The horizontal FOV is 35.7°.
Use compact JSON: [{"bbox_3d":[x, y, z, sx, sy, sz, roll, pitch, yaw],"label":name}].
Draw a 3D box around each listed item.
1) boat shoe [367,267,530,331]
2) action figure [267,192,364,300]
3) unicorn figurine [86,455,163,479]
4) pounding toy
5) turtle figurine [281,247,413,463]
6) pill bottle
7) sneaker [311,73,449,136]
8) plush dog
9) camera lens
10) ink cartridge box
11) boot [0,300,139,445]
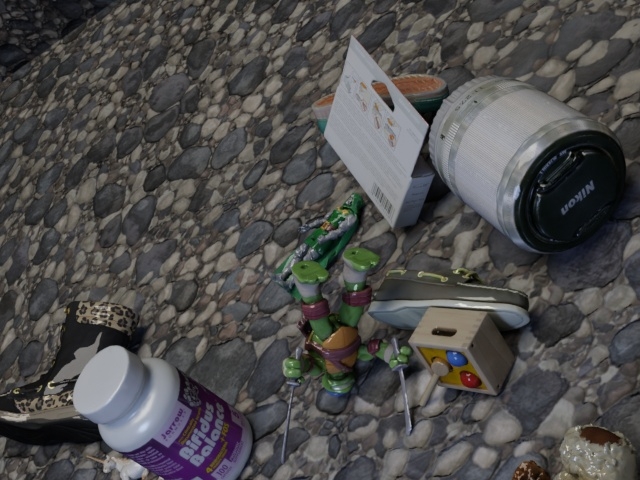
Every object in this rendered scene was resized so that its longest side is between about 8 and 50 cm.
[{"bbox_3d":[0.204,0.088,1.582,0.305,0.109,0.091,-4,60,47],"label":"boat shoe"},{"bbox_3d":[0.000,0.000,1.900,0.232,0.063,0.137,-48,34,-6],"label":"action figure"},{"bbox_3d":[-0.350,0.431,1.864,0.162,0.060,0.111,-24,40,4],"label":"unicorn figurine"},{"bbox_3d":[0.200,0.182,1.501,0.141,0.130,0.100,1,46,44],"label":"pounding toy"},{"bbox_3d":[0.044,0.167,1.557,0.198,0.266,0.274,0,27,11],"label":"turtle figurine"},{"bbox_3d":[-0.267,0.303,1.686,0.169,0.301,0.169,-26,43,26],"label":"pill bottle"},{"bbox_3d":[0.128,-0.244,1.953,0.302,0.121,0.108,-4,30,38],"label":"sneaker"},{"bbox_3d":[0.280,0.377,1.233,0.262,0.210,0.225,-39,12,-37],"label":"plush dog"},{"bbox_3d":[0.322,-0.123,1.563,0.219,0.219,0.274,-46,37,3],"label":"camera lens"},{"bbox_3d":[0.113,-0.199,1.789,0.275,0.060,0.239,56,144,35],"label":"ink cartridge box"},{"bbox_3d":[-0.559,0.281,2.122,0.377,0.138,0.284,-9,53,34],"label":"boot"}]
